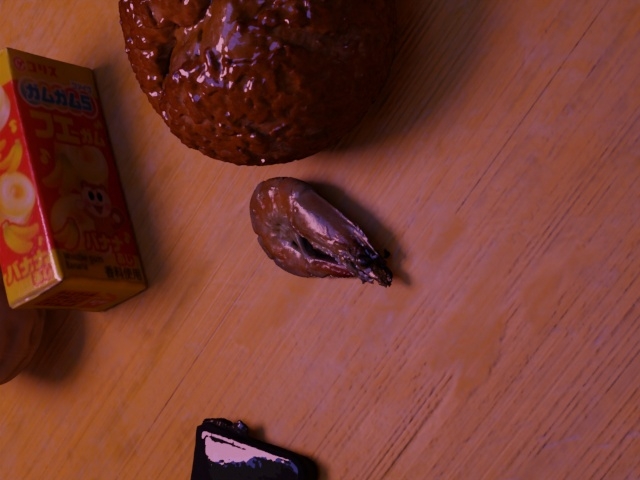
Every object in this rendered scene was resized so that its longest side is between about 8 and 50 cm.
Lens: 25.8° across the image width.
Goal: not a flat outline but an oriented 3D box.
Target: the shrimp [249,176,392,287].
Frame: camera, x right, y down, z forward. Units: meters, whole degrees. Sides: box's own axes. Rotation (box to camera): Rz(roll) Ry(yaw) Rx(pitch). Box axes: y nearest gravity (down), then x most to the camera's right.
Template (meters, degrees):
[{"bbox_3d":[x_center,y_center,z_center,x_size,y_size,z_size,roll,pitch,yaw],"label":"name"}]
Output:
[{"bbox_3d":[0.000,0.000,1.383,0.190,0.042,0.101,29,124,33],"label":"shrimp"}]

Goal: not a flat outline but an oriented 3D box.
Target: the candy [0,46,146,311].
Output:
[{"bbox_3d":[-0.294,-0.063,1.533,0.088,0.146,0.276,-26,71,30],"label":"candy"}]

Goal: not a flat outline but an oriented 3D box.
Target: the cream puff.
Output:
[{"bbox_3d":[-0.070,-0.217,1.343,0.303,0.212,0.303,-1,89,31],"label":"cream puff"}]

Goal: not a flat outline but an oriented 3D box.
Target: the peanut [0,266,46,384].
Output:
[{"bbox_3d":[-0.454,0.025,1.629,0.387,0.169,0.192,47,117,32],"label":"peanut"}]

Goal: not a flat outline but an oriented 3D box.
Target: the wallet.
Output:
[{"bbox_3d":[-0.085,0.311,1.417,0.149,0.044,0.250,16,96,32],"label":"wallet"}]
